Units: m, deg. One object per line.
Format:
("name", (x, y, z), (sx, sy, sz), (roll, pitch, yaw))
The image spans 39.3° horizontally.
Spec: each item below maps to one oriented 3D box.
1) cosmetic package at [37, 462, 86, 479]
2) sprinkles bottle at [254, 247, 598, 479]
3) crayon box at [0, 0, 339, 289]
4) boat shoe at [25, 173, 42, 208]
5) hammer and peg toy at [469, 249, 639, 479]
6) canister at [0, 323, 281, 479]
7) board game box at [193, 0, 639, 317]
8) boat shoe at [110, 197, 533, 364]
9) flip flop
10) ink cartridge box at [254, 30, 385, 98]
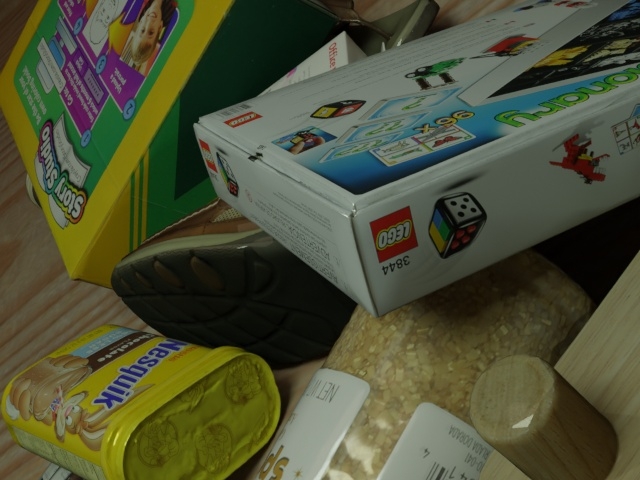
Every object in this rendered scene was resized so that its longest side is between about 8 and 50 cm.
("cosmetic package", (-0.143, 0.223, 0.590), (0.099, 0.060, 0.239), (-56, 31, -9))
("sprinkles bottle", (0.005, 0.163, 0.410), (0.121, 0.121, 0.355), (8, 62, 55))
("crayon box", (-0.178, -0.176, 0.882), (0.313, 0.106, 0.363), (-56, 43, 19))
("boat shoe", (-0.260, -0.149, 1.114), (0.285, 0.103, 0.092), (-55, 36, -2))
("hammer and peg toy", (0.174, 0.088, 0.273), (0.361, 0.127, 0.266), (-53, 33, -6))
("canister", (-0.130, 0.116, 0.624), (0.170, 0.073, 0.126), (5, 29, 45))
("board game box", (0.108, -0.073, 0.462), (0.305, 0.053, 0.193), (-23, 26, -17))
("boat shoe", (0.000, 0.000, 0.613), (0.324, 0.122, 0.120), (-11, 39, 34))
("flip flop", (0.000, -0.181, 0.830), (0.112, 0.080, 0.277), (-56, 31, -12))
("ink cartridge box", (0.007, -0.084, 0.705), (0.143, 0.090, 0.092), (-32, 35, 24))
